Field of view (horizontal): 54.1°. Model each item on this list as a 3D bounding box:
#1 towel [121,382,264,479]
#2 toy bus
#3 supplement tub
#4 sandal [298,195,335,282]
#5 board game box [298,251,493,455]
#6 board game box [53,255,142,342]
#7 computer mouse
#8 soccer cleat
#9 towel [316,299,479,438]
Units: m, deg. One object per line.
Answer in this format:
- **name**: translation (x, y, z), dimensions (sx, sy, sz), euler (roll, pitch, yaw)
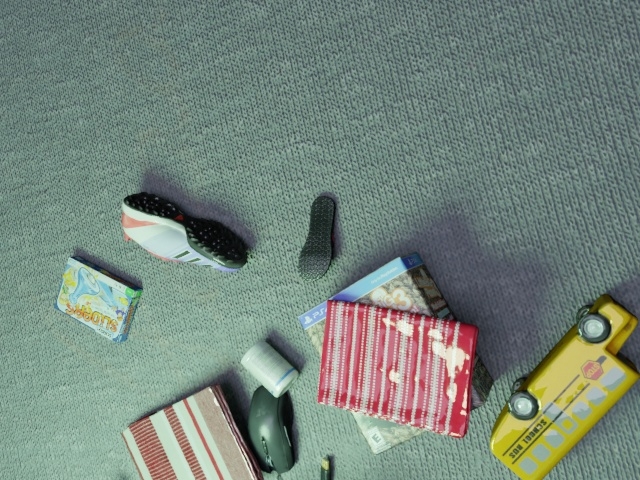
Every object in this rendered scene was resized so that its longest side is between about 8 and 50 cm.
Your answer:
- **towel**: translation (-0.288, 0.473, 1.380), dimensions (0.329, 0.037, 0.237), euler (-30, 83, 30)
- **toy bus**: translation (0.427, 0.254, 1.082), dimensions (0.130, 0.108, 0.332), euler (40, 105, 14)
- **supplement tub**: translation (-0.105, 0.267, 1.306), dimensions (0.107, 0.071, 0.071), euler (42, 105, 14)
- **sandal**: translation (0.000, 0.000, 1.278), dimensions (0.067, 0.040, 0.179), euler (8, 81, 15)
- **board game box**: translation (0.142, 0.205, 1.172), dimensions (0.232, 0.141, 0.291), euler (-33, 81, 19)
- **board game box**: translation (-0.527, 0.137, 1.479), dimensions (0.201, 0.035, 0.136), euler (23, 100, 19)
- **computer mouse**: translation (-0.071, 0.438, 1.305), dimensions (0.184, 0.060, 0.262), euler (0, 93, 22)
- **soccer cleat**: translation (-0.299, 0.005, 1.364), dimensions (0.318, 0.108, 0.116), euler (25, 121, 16)
- **towel**: translation (0.128, 0.219, 1.085), dimensions (0.275, 0.031, 0.198), euler (8, 94, 20)
